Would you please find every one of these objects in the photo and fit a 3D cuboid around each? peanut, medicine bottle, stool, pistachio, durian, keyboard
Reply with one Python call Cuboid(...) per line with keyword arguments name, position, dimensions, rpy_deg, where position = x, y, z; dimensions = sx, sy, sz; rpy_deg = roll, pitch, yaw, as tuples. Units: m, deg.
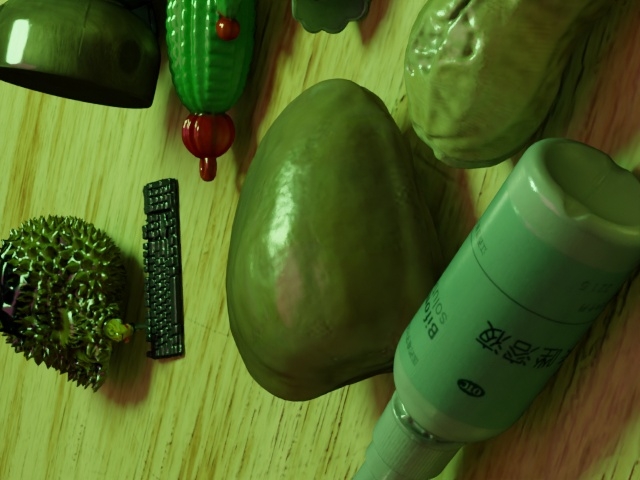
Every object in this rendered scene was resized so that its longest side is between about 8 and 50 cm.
Cuboid(name="peanut", position=(0.146, -0.178, 1.126), dimensions=(0.130, 0.130, 0.290), rpy_deg=(57, 130, 40))
Cuboid(name="medicine bottle", position=(0.117, 0.085, 1.160), dimensions=(0.352, 0.110, 0.110), rpy_deg=(-59, 44, 34))
Cuboid(name="stool", position=(-0.231, -0.282, 1.568), dimensions=(0.179, 0.179, 0.264), rpy_deg=(7, 85, 55))
Cuboid(name="pistachio", position=(0.000, 0.000, 1.298), dimensions=(0.213, 0.163, 0.260), rpy_deg=(-17, 68, 27))
Cuboid(name="durian", position=(-0.294, 0.070, 1.721), dimensions=(0.237, 0.138, 0.193), rpy_deg=(21, 105, 59))
Cuboid(name="keyboard", position=(-0.172, 0.030, 1.668), dimensions=(0.060, 0.018, 0.195), rpy_deg=(-13, 78, 52))

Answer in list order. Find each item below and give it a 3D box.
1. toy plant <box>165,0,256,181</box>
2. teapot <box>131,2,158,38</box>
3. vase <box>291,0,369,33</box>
Cuboid(name="toy plant", position=(-0.113, -0.195, 1.541), dimensions=(0.154, 0.088, 0.240), rpy_deg=(-121, 35, -55))
Cuboid(name="teapot", position=(-0.231, -0.253, 1.722), dimensions=(0.096, 0.087, 0.177), rpy_deg=(100, 158, -68))
Cuboid(name="vase", position=(-0.012, -0.262, 1.407), dimensions=(0.081, 0.081, 0.148), rpy_deg=(-62, 38, 32))
